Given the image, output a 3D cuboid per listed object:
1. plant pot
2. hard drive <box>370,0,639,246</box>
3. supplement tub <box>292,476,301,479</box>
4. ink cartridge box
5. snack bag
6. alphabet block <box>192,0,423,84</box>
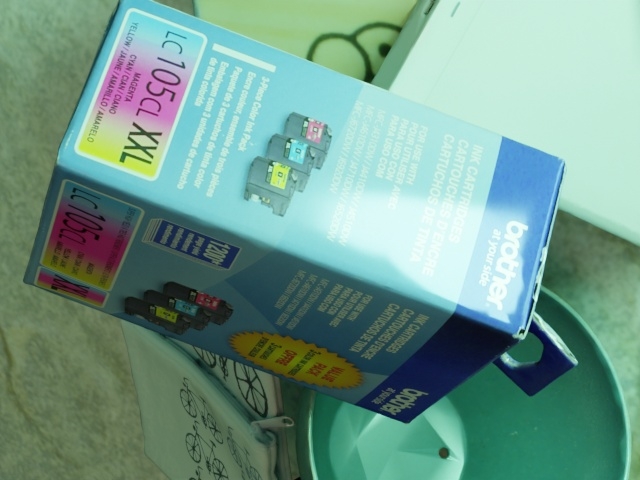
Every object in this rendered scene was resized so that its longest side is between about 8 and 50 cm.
[{"bbox_3d":[0.099,0.179,1.482,0.290,0.290,0.195,49,160,-4],"label":"plant pot"},{"bbox_3d":[0.210,-0.119,1.240,0.307,0.040,0.203,23,107,-22],"label":"hard drive"},{"bbox_3d":[0.028,0.333,1.688,0.106,0.106,0.198,-12,111,33],"label":"supplement tub"},{"bbox_3d":[0.000,0.000,1.230,0.395,0.151,0.270,19,158,-7],"label":"ink cartridge box"},{"bbox_3d":[-0.116,0.123,1.584,0.323,0.037,0.343,34,137,52],"label":"snack bag"},{"bbox_3d":[0.032,-0.163,1.346,0.197,0.193,0.192,7,122,25],"label":"alphabet block"}]
